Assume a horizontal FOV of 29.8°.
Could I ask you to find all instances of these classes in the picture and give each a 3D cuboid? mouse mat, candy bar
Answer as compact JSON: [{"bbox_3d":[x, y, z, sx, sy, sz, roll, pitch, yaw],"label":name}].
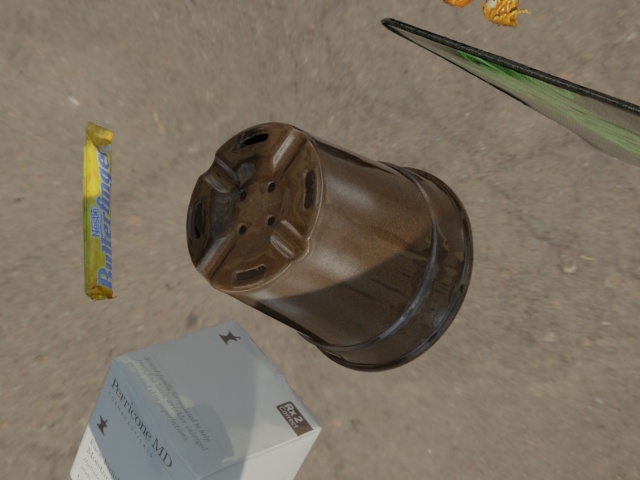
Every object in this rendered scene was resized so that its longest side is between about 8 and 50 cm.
[{"bbox_3d":[0.127,-0.035,0.468,0.189,0.152,0.007,22,97,-40],"label":"mouse mat"},{"bbox_3d":[-0.198,-0.024,1.076,0.018,0.040,0.162,-7,79,23],"label":"candy bar"}]

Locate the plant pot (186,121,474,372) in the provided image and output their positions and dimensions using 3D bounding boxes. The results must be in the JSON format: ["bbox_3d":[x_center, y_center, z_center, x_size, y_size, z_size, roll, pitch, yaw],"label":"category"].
[{"bbox_3d":[0.000,0.000,0.885,0.167,0.165,0.167,-14,66,35],"label":"plant pot"}]

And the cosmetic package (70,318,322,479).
[{"bbox_3d":[-0.123,0.202,1.154,0.151,0.184,0.151,-16,53,-41],"label":"cosmetic package"}]

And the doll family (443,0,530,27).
[{"bbox_3d":[0.197,-0.313,1.278,0.118,0.263,0.163,22,95,-33],"label":"doll family"}]
